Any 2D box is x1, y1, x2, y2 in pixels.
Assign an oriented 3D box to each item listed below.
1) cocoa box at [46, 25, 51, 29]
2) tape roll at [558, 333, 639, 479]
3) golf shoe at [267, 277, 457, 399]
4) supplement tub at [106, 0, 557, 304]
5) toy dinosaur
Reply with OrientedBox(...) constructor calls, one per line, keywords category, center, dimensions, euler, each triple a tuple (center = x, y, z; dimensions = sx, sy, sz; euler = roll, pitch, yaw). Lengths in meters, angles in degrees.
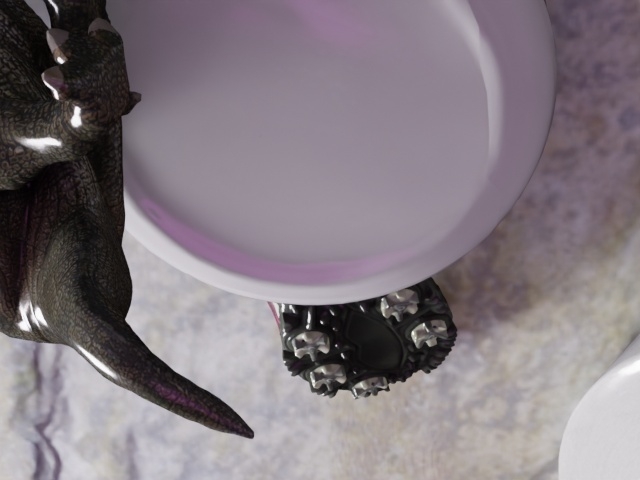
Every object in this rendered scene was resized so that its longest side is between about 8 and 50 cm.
OrientedBox(category="cocoa box", center=(-0.354, -0.093, 0.622), dimensions=(0.347, 0.231, 0.228), euler=(41, 140, -20))
OrientedBox(category="tape roll", center=(0.320, 0.198, 0.760), dimensions=(0.392, 0.072, 0.392), euler=(29, 141, 28))
OrientedBox(category="golf shoe", center=(0.000, 0.000, 0.773), dimensions=(0.105, 0.120, 0.273), euler=(-25, 141, 12))
OrientedBox(category="supplement tub", center=(0.001, -0.118, 0.586), dimensions=(0.191, 0.272, 0.191), euler=(2, 123, 3))
OrientedBox(category="toy dinosaur", center=(-0.115, -0.043, 0.444), dimensions=(0.313, 0.121, 0.160), euler=(38, 139, 17))
